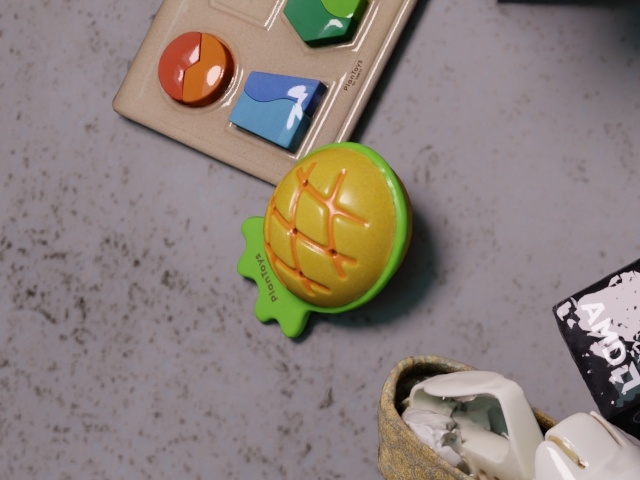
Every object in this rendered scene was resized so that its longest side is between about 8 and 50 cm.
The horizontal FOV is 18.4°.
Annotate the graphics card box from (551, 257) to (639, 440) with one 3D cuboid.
[{"bbox_3d":[0.356,0.017,1.289,0.371,0.233,0.094,-28,66,14],"label":"graphics card box"}]

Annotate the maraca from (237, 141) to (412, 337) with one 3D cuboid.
[{"bbox_3d":[0.000,0.000,1.537,0.186,0.099,0.127,-37,65,39],"label":"maraca"}]

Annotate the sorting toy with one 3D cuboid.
[{"bbox_3d":[-0.027,-0.209,1.634,0.229,0.041,0.307,25,87,28],"label":"sorting toy"}]

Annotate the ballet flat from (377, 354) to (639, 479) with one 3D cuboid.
[{"bbox_3d":[0.152,0.158,1.342,0.348,0.123,0.123,21,85,54],"label":"ballet flat"}]
